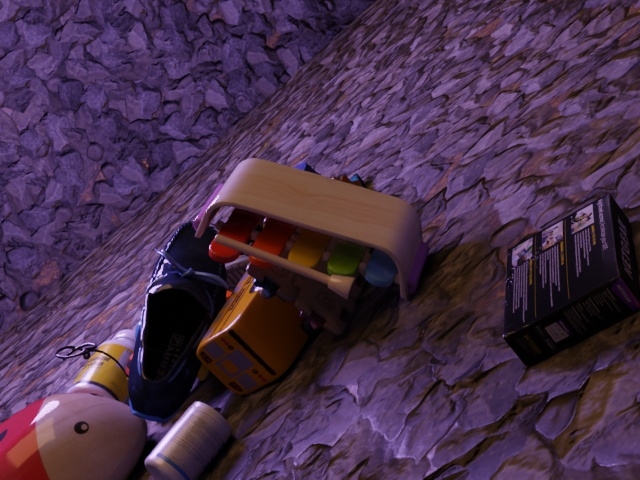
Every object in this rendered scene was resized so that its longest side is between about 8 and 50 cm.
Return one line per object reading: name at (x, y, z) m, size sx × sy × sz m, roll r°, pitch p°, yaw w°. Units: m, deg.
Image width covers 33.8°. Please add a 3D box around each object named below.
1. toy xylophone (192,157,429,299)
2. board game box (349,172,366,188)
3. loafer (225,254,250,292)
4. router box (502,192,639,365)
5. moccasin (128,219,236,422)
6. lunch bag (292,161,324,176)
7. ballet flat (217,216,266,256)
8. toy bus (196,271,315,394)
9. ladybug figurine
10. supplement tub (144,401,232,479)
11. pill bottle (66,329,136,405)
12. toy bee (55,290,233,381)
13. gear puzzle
toy xylophone at (-0.020, -0.008, 1.394) m, size 0.236 × 0.322 × 0.081 m, roll -51°, pitch -23°, yaw -49°
board game box at (0.005, -0.041, 1.891) m, size 0.186 × 0.026 × 0.126 m, roll -39°, pitch 16°, yaw 8°
loafer at (-0.183, 0.087, 1.859) m, size 0.251 × 0.094 × 0.087 m, roll -31°, pitch 23°, yaw 30°
router box at (0.257, 0.037, 1.087) m, size 0.133 × 0.046 × 0.179 m, roll -32°, pitch 19°, yaw 26°
moccasin at (-0.197, 0.102, 1.562) m, size 0.117 × 0.137 × 0.342 m, roll 106°, pitch 170°, yaw -53°
lunch bag at (-0.039, -0.105, 2.091) m, size 0.098 × 0.065 × 0.067 m, roll -16°, pitch 45°, yaw 54°
ballet flat at (-0.164, 0.007, 1.866) m, size 0.249 × 0.084 × 0.058 m, roll -19°, pitch 15°, yaw -36°
toy bus at (-0.052, 0.072, 1.580) m, size 0.130 × 0.108 × 0.333 m, roll -34°, pitch 17°, yaw 39°
ladybug figurine at (-0.467, 0.382, 1.610) m, size 0.449 × 0.162 × 0.305 m, roll -38°, pitch 17°, yaw 11°
supplement tub at (-0.175, 0.275, 1.394) m, size 0.107 × 0.071 × 0.071 m, roll -49°, pitch 18°, yaw -28°
pill bottle at (-0.369, 0.241, 1.859) m, size 0.103 × 0.103 × 0.184 m, roll -31°, pitch 19°, yaw 30°
toy bee at (-0.248, 0.195, 1.676) m, size 0.298 × 0.162 × 0.195 m, roll -15°, pitch 13°, yaw -6°
gear puzzle at (0.000, 0.000, 1.546) m, size 0.044 × 0.175 × 0.339 m, roll -50°, pitch 7°, yaw 38°
